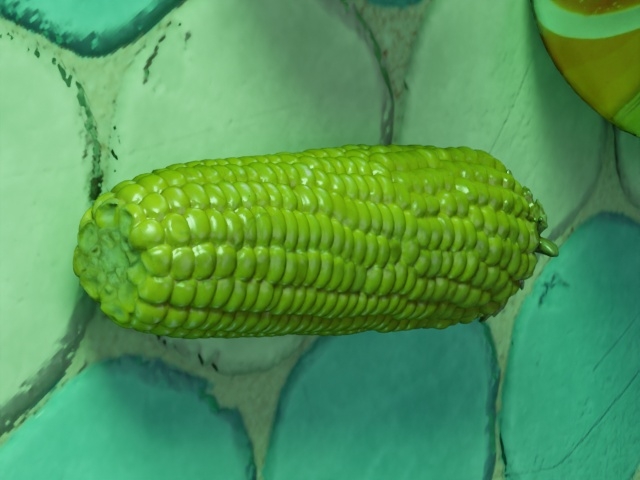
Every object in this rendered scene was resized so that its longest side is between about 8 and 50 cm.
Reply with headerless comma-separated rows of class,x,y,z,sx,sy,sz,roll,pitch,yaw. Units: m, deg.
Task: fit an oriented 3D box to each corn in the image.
corn,0.000,0.000,1.034,0.305,0.106,0.106,-3,101,-44

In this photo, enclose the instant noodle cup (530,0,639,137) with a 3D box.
instant noodle cup,0.301,-0.156,1.218,0.214,0.296,0.296,30,75,-56
